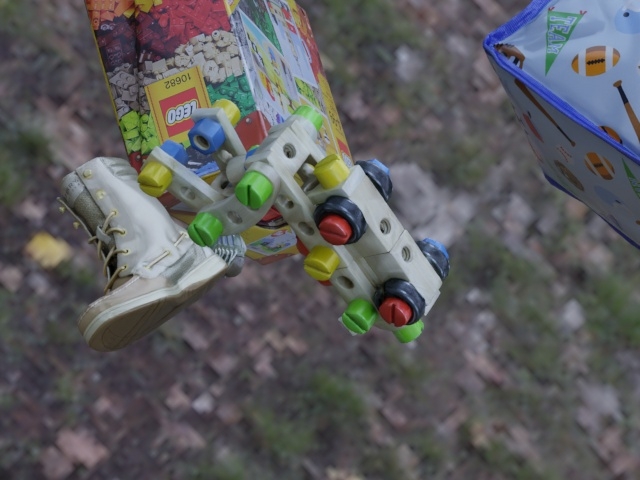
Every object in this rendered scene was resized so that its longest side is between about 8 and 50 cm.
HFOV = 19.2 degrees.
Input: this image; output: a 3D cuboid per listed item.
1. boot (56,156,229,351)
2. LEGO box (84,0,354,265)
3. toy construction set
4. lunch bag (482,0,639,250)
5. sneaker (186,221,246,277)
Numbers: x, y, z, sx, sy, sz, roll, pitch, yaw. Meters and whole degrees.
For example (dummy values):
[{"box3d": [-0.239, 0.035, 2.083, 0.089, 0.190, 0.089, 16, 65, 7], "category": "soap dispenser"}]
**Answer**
[{"box3d": [-0.242, 0.009, 2.193, 0.203, 0.095, 0.262, 49, 34, 7], "category": "boot"}, {"box3d": [-0.128, -0.204, 2.671, 0.500, 0.193, 0.372, 31, 40, -71], "category": "LEGO box"}, {"box3d": [0.000, 0.000, 1.799, 0.328, 0.215, 0.151, 40, 56, -32], "category": "toy construction set"}, {"box3d": [0.414, -0.110, 2.116, 0.385, 0.239, 0.328, 44, -2, 33], "category": "lunch bag"}, {"box3d": [-0.131, 0.011, 2.418, 0.086, 0.064, 0.192, 44, 11, -7], "category": "sneaker"}]
